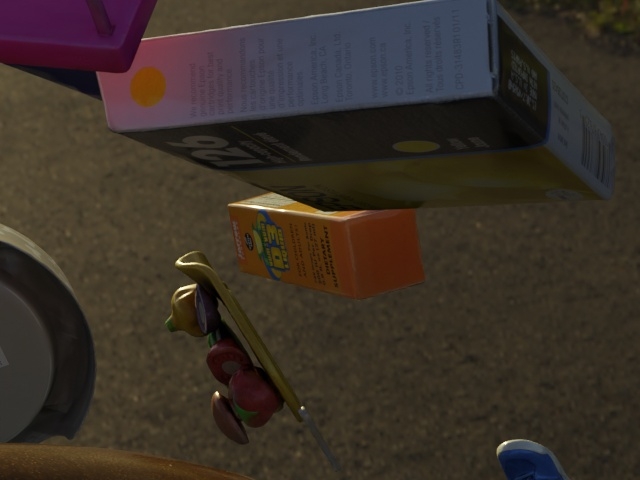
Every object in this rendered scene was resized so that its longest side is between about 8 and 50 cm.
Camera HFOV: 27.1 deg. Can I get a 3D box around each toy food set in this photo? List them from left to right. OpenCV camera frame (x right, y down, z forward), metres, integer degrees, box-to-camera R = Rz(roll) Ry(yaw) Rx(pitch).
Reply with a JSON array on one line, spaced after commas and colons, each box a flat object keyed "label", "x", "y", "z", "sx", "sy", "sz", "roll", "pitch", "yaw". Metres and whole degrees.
[{"label": "toy food set", "x": -0.076, "y": 0.110, "z": 1.131, "sx": 0.071, "sy": 0.128, "sz": 0.218, "roll": -32, "pitch": 64, "yaw": -5}]

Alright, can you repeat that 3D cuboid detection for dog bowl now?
[{"label": "dog bowl", "x": -0.430, "y": 0.125, "z": 1.524, "sx": 0.349, "sy": 0.348, "sz": 0.102, "roll": -16, "pitch": 24, "yaw": 0}]

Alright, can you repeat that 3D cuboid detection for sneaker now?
[{"label": "sneaker", "x": 0.252, "y": 0.296, "z": 1.511, "sx": 0.058, "sy": 0.152, "sz": 0.084, "roll": -22, "pitch": 38, "yaw": 28}]

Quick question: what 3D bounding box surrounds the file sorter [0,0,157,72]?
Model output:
[{"label": "file sorter", "x": -0.172, "y": -0.262, "z": 0.691, "sx": 0.202, "sy": 0.182, "sz": 0.290, "roll": 6, "pitch": 56, "yaw": 13}]

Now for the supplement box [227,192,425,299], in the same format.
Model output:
[{"label": "supplement box", "x": 0.000, "y": 0.000, "z": 1.222, "sx": 0.080, "sy": 0.078, "sz": 0.233, "roll": -15, "pitch": 11, "yaw": -26}]

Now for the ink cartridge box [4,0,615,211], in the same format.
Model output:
[{"label": "ink cartridge box", "x": 0.005, "y": -0.069, "z": 0.846, "sx": 0.307, "sy": 0.072, "sz": 0.303, "roll": -5, "pitch": -9, "yaw": 23}]

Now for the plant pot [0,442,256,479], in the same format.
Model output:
[{"label": "plant pot", "x": -0.137, "y": 0.176, "z": 0.590, "sx": 0.215, "sy": 0.230, "sz": 0.215, "roll": -17, "pitch": 58, "yaw": 28}]
